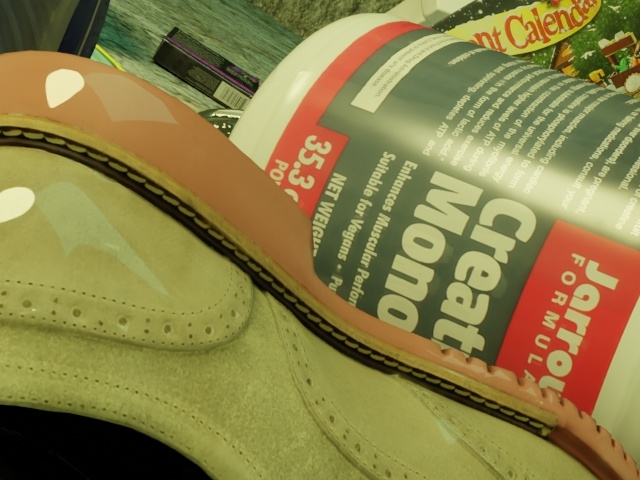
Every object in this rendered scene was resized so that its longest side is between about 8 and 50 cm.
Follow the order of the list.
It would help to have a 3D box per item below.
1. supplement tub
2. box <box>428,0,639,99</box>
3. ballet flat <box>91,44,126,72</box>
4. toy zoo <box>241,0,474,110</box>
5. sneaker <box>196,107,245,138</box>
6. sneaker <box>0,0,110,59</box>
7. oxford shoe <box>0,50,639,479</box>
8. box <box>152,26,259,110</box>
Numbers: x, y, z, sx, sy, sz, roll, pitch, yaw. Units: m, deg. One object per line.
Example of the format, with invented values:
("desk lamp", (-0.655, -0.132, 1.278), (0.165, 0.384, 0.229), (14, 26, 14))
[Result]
("supplement tub", (0.099, 0.025, 0.585), (0.272, 0.191, 0.191), (23, 6, 25))
("box", (0.088, -0.041, 0.735), (0.159, 0.233, 0.044), (60, 7, -1))
("ballet flat", (-0.105, -0.037, 0.756), (0.231, 0.077, 0.077), (41, -8, 24))
("toy zoo", (0.079, -0.111, 1.090), (0.192, 0.293, 0.030), (24, 49, -41))
("sneaker", (0.000, 0.000, 0.831), (0.228, 0.086, 0.132), (33, 13, -7))
("sneaker", (-0.203, -0.164, 0.461), (0.315, 0.127, 0.182), (31, 22, -5))
("oxford shoe", (0.001, 0.095, 0.429), (0.348, 0.123, 0.130), (36, 45, -24))
("box", (-0.121, -0.184, 1.444), (0.116, 0.029, 0.162), (32, 12, -8))
